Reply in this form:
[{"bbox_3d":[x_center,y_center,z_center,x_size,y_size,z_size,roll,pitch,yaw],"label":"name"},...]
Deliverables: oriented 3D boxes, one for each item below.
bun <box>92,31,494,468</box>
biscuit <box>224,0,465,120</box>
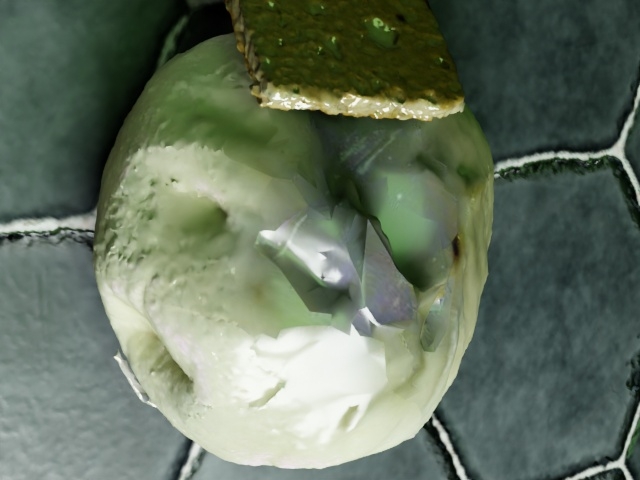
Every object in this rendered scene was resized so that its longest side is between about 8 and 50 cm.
[{"bbox_3d":[0.003,0.004,0.690,0.273,0.168,0.272,1,87,-35],"label":"bun"},{"bbox_3d":[-0.004,-0.161,0.669,0.131,0.025,0.231,1,57,-27],"label":"biscuit"}]
